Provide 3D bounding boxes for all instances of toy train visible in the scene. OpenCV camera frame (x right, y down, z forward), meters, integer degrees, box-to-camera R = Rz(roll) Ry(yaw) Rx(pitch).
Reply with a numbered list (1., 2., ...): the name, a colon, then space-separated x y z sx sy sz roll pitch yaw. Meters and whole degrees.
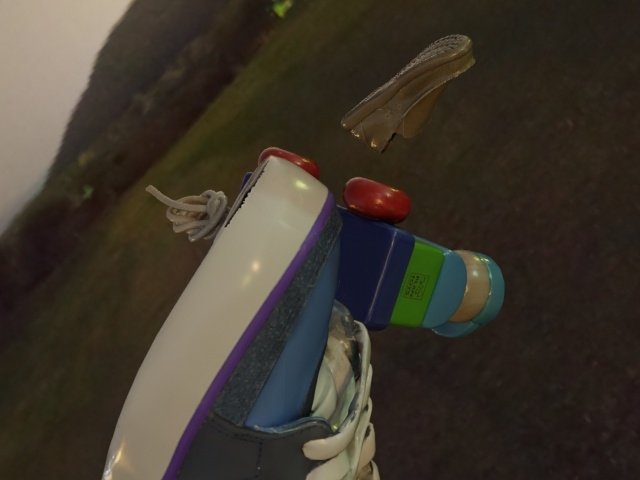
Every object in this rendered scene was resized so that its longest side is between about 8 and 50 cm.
1. toy train: 0.000 0.000 0.685 0.248 0.143 0.105 23 97 47

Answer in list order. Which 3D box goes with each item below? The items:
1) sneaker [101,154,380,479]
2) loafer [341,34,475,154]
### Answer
1. sneaker: 0.018 0.132 0.478 0.130 0.236 0.323 -67 1 -56
2. loafer: 0.078 -0.118 0.804 0.148 0.050 0.056 -30 15 50
